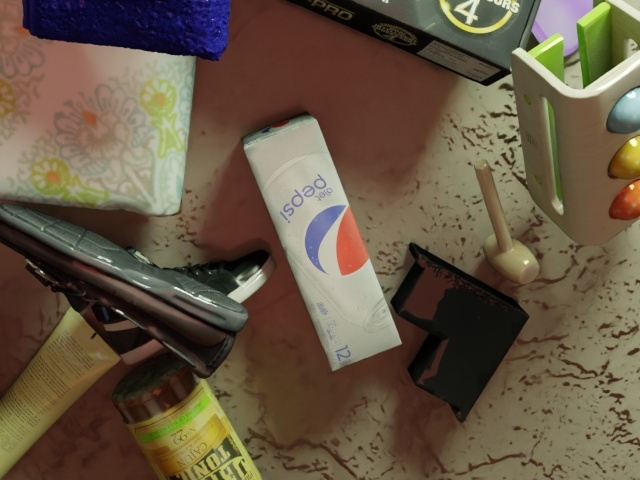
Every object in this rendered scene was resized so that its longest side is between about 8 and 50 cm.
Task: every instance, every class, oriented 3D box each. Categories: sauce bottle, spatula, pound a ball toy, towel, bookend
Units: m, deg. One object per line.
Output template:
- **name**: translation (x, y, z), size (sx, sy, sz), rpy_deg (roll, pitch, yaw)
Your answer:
- **sauce bottle**: translation (-0.123, 0.300, 1.331), size (0.111, 0.111, 0.344), rpy_deg (-30, 104, 1)
- **spatula**: translation (0.367, -0.326, 1.287), size (0.296, 0.030, 0.084), rpy_deg (-37, 104, 2)
- **pound a ball toy**: translation (0.279, -0.081, 1.211), size (0.208, 0.136, 0.319), rpy_deg (-35, 144, -9)
- **towel**: translation (-0.325, -0.204, 1.212), size (0.374, 0.090, 0.321), rpy_deg (6, 103, -7)
- **bookend**: translation (0.142, 0.111, 1.337), size (0.156, 0.072, 0.157), rpy_deg (28, 99, -10)
- **towel**: translation (-0.198, -0.326, 1.044), size (0.227, 0.076, 0.308), rpy_deg (9, 122, 13)

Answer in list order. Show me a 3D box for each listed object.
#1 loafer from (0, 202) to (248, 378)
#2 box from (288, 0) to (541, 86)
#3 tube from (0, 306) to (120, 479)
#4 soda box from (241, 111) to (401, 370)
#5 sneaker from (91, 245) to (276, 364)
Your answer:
- **loafer**: translation (-0.232, 0.057, 1.206), size (0.302, 0.109, 0.095), rpy_deg (25, 97, -4)
- **box**: translation (0.072, -0.386, 1.176), size (0.394, 0.097, 0.318), rpy_deg (22, 82, -10)
- **tube**: translation (-0.343, 0.198, 1.310), size (0.070, 0.062, 0.240), rpy_deg (39, 95, -24)
- **soda box**: translation (0.000, 0.000, 1.285), size (0.091, 0.098, 0.286), rpy_deg (-21, 103, -1)
- **sneaker**: translation (-0.169, 0.044, 1.285), size (0.217, 0.079, 0.121), rpy_deg (-32, 103, 1)
